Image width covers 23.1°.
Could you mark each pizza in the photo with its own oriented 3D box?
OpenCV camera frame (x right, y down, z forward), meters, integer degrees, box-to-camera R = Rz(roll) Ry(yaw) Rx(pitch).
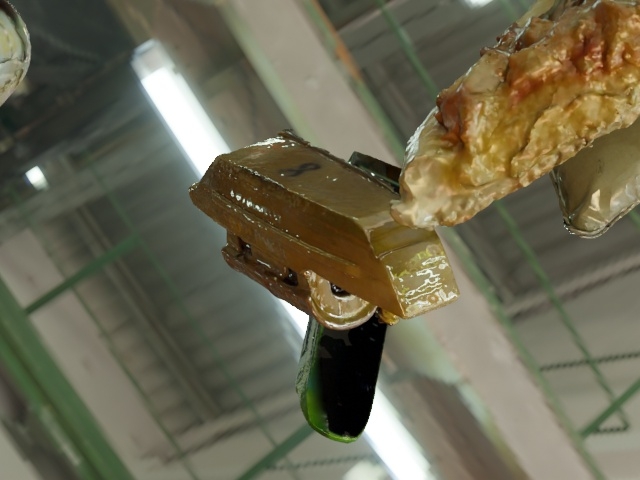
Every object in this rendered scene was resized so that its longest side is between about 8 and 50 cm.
[{"bbox_3d":[0.146,-0.106,0.755,0.058,0.292,0.197,54,-19,-14],"label":"pizza"}]

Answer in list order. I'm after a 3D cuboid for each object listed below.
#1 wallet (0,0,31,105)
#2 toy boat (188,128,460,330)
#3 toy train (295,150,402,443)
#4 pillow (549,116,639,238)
[{"bbox_3d":[-0.300,-0.011,0.753,0.077,0.309,0.223,49,-54,10],"label":"wallet"},{"bbox_3d":[0.000,0.000,0.868,0.226,0.068,0.088,30,-48,54],"label":"toy boat"},{"bbox_3d":[0.017,0.041,0.971,0.044,0.209,0.042,20,-37,-10],"label":"toy train"},{"bbox_3d":[0.237,-0.127,0.869,0.075,0.302,0.185,46,19,-36],"label":"pillow"}]
